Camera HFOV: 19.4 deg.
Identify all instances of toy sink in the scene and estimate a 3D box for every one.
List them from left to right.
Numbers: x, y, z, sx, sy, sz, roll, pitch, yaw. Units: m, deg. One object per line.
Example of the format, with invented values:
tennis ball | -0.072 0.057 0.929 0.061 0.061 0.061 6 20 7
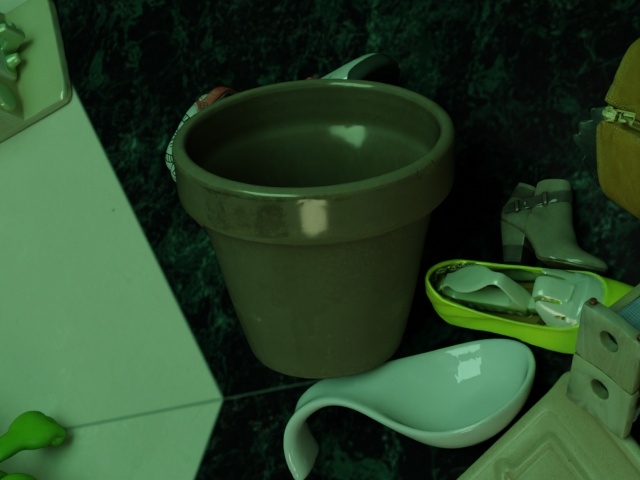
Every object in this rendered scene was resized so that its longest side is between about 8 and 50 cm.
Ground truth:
toy sink | -0.428 -0.195 2.181 0.234 0.131 0.153 -25 64 25

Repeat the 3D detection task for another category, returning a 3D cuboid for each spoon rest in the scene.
spoon rest | 0.076 0.155 1.758 0.276 0.084 0.137 -19 27 30

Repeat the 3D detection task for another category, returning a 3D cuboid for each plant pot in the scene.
plant pot | 0.000 0.000 1.762 0.263 0.263 0.229 17 122 36

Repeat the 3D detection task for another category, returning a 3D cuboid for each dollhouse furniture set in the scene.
dollhouse furniture set | 0.321 0.109 1.552 0.129 0.129 0.183 -34 56 -28

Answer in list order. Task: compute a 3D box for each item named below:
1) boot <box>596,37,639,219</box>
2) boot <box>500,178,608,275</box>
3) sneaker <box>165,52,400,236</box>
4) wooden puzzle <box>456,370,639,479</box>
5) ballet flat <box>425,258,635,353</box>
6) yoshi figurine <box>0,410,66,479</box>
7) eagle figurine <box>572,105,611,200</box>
boot | 0.294 -0.014 1.498 0.211 0.104 0.295 18 99 62
boot | 0.222 -0.014 1.754 0.118 0.042 0.087 8 72 28
sneaker | -0.050 -0.129 1.935 0.270 0.090 0.145 -46 59 17
wooden puzzle | 0.208 0.342 1.639 0.348 0.080 0.322 -49 55 18
ballet flat | 0.195 0.055 1.721 0.231 0.077 0.077 7 63 35
yoshi figurine | -0.381 0.271 2.022 0.362 0.203 0.203 40 140 21
eagle figurine | 0.383 -0.114 1.614 0.226 0.225 0.298 -22 20 -16
